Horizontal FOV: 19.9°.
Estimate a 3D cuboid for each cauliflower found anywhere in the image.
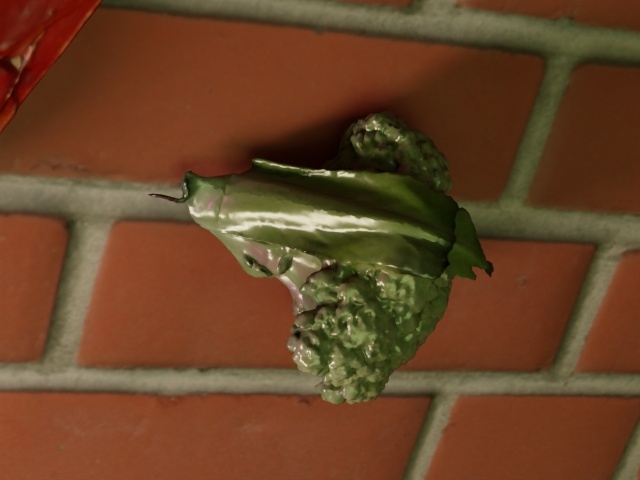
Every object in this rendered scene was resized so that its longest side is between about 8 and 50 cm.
[{"bbox_3d":[0.000,0.000,1.658,0.315,0.239,0.256,21,105,2],"label":"cauliflower"}]

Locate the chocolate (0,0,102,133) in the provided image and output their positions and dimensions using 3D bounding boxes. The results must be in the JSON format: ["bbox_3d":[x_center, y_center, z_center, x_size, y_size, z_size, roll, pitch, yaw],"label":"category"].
[{"bbox_3d":[-0.317,-0.186,1.392,0.237,0.108,0.235,29,105,-38],"label":"chocolate"}]
